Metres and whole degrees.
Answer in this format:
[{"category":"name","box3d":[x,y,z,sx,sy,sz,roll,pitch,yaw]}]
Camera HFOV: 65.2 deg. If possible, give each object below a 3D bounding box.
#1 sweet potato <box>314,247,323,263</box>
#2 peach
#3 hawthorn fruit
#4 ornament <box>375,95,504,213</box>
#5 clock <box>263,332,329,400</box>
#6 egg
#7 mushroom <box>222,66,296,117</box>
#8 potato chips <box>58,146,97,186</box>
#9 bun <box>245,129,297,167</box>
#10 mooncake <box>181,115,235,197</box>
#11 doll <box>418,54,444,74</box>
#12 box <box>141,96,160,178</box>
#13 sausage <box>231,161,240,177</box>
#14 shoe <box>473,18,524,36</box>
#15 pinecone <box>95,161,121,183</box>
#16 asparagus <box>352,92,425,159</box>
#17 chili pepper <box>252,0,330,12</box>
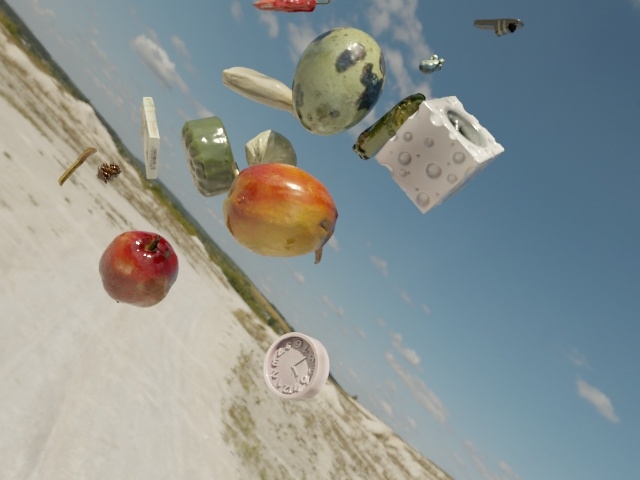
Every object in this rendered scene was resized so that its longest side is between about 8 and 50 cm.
[{"category":"sweet potato","box3d":[0.000,0.000,1.913,0.050,0.050,0.214,37,-57,52]},{"category":"peach","box3d":[-0.123,-0.090,1.604,0.372,0.373,0.289,60,28,-44]},{"category":"hawthorn fruit","box3d":[-0.647,0.078,1.835,0.284,0.285,0.369,48,-47,9]},{"category":"ornament","box3d":[0.365,-0.267,1.536,0.240,0.239,0.240,51,-52,10]},{"category":"clock","box3d":[-0.074,0.381,1.510,0.197,0.197,0.068,42,5,36]},{"category":"egg","box3d":[0.063,-0.609,1.937,0.345,0.428,0.345,35,-5,3]},{"category":"mushroom","box3d":[-0.268,-0.727,2.417,0.407,0.137,0.154,23,17,-7]},{"category":"potato chips","box3d":[-0.896,-0.275,1.839,0.037,0.204,0.026,57,11,32]},{"category":"bun","box3d":[-0.213,-0.337,2.090,0.231,0.231,0.133,55,26,-26]},{"category":"mooncake","box3d":[-0.511,-0.377,2.277,0.356,0.194,0.356,166,-90,-76]},{"category":"doll","box3d":[0.390,-0.614,1.759,0.076,0.083,0.050,-125,-160,-54]},{"category":"box","box3d":[-0.447,-0.271,1.310,0.220,0.032,0.122,-116,-146,-44]},{"category":"sausage","box3d":[-0.319,-0.246,1.939,0.024,0.024,0.132,80,-10,-70]},{"category":"shoe","box3d":[0.604,-0.721,1.711,0.179,0.049,0.071,20,10,38]},{"category":"pinecone","box3d":[-0.986,-0.318,2.330,0.102,0.109,0.102,61,3,-5]},{"category":"asparagus","box3d":[0.257,-0.430,1.913,0.108,0.128,0.382,57,-29,-2]},{"category":"chili pepper","box3d":[-0.095,-0.793,1.674,0.050,0.268,0.059,-99,-173,-54]}]
